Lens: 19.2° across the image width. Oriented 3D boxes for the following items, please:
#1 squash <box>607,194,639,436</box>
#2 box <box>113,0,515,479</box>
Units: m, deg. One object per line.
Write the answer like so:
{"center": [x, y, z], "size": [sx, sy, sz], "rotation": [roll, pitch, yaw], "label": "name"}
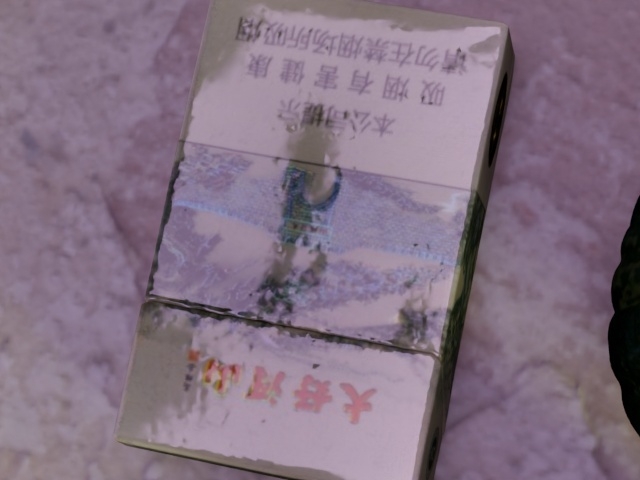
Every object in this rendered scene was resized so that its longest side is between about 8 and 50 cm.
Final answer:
{"center": [0.241, 0.038, 0.908], "size": [0.218, 0.172, 0.218], "rotation": [-1, 82, 9], "label": "squash"}
{"center": [0.000, 0.000, 1.011], "size": [0.164, 0.069, 0.256], "rotation": [10, 82, 12], "label": "box"}
